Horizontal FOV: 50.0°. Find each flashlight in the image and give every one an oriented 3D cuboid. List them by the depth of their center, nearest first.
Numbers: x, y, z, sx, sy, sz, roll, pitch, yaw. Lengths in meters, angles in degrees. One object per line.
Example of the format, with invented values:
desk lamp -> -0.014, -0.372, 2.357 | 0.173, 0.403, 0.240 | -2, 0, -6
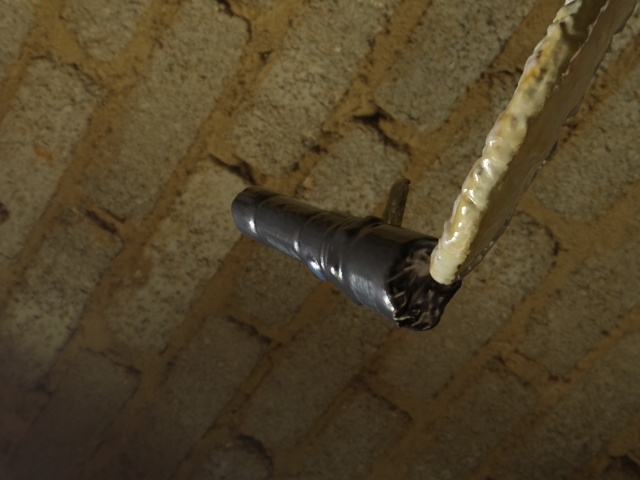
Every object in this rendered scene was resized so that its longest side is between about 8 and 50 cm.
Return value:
flashlight -> 0.000, 0.000, 0.833 | 0.103, 0.103, 0.424 | -57, 33, -7

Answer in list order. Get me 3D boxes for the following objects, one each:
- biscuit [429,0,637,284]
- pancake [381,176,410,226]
biscuit -> 0.140, -0.079, 0.440 | 0.188, 0.040, 0.266 | -38, -25, -55
pancake -> 0.093, -0.014, 0.891 | 0.139, 0.022, 0.140 | 12, -90, -80
